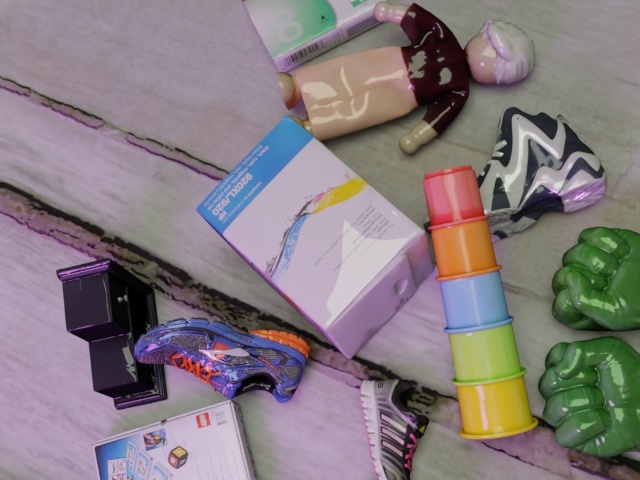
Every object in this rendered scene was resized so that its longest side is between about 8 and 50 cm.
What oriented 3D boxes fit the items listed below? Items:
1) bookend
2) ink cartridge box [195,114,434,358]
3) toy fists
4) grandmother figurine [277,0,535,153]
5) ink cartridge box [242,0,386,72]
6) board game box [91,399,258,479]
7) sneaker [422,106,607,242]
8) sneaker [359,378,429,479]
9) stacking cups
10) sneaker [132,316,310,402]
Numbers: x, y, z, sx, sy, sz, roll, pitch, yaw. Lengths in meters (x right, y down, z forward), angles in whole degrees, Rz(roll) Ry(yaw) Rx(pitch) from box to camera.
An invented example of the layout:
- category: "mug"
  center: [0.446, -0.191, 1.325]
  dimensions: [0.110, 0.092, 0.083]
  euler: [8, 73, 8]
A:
- category: "bookend"
  center: [-0.264, 0.122, 1.248]
  dimensions: [0.072, 0.157, 0.156]
  euler: [-13, 69, 8]
- category: "ink cartridge box"
  center: [0.000, 0.000, 1.227]
  dimensions: [0.233, 0.171, 0.168]
  euler: [42, 84, 21]
- category: "toy fists"
  center: [0.339, 0.116, 1.162]
  dimensions: [0.142, 0.096, 0.279]
  euler: [7, 75, 14]
- category: "grandmother figurine"
  center: [0.119, -0.224, 1.322]
  dimensions: [0.343, 0.104, 0.207]
  euler: [-13, 98, 4]
- category: "ink cartridge box"
  center: [-0.028, -0.375, 1.419]
  dimensions: [0.181, 0.056, 0.224]
  euler: [-28, 71, 1]
- category: "board game box"
  center: [-0.159, 0.370, 1.201]
  dimensions: [0.193, 0.053, 0.305]
  euler: [-17, 70, 5]
- category: "sneaker"
  center: [0.231, -0.093, 1.257]
  dimensions: [0.235, 0.094, 0.153]
  euler: [-22, 62, 11]
- category: "sneaker"
  center: [0.099, 0.241, 1.183]
  dimensions: [0.075, 0.063, 0.170]
  euler: [-18, 61, 9]
- category: "stacking cups"
  center: [0.185, 0.070, 1.164]
  dimensions: [0.096, 0.096, 0.316]
  euler: [-10, 87, 8]
- category: "sneaker"
  center: [-0.123, 0.151, 1.218]
  dimensions: [0.221, 0.083, 0.087]
  euler: [6, 62, -6]
